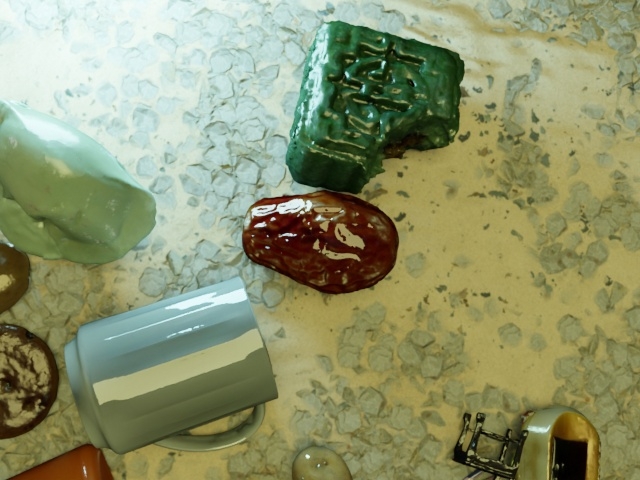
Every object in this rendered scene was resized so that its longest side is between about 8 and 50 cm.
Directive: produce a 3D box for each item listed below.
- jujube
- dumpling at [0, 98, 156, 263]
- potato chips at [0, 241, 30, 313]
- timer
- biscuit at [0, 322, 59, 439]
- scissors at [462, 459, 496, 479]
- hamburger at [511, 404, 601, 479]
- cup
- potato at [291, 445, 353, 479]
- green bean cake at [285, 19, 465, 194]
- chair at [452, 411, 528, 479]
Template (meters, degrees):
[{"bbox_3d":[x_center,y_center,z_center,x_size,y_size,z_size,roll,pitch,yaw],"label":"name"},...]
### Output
[{"bbox_3d":[0.000,0.000,1.576,0.290,0.197,0.197,9,84,8],"label":"jujube"},{"bbox_3d":[-0.462,-0.107,1.527,0.320,0.270,0.211,41,52,22],"label":"dumpling"},{"bbox_3d":[-0.642,0.072,1.555,0.201,0.049,0.150,-1,80,-1],"label":"potato chips"},{"bbox_3d":[-0.481,0.525,1.509,0.257,0.161,0.250,-23,73,-8],"label":"timer"},{"bbox_3d":[-0.587,0.260,1.550,0.212,0.036,0.212,0,86,-7],"label":"biscuit"},{"bbox_3d":[0.303,0.474,1.655,0.113,0.012,0.039,-28,89,-9],"label":"scissors"},{"bbox_3d":[0.456,0.425,1.634,0.173,0.116,0.210,6,80,-15],"label":"hamburger"},{"bbox_3d":[-0.254,0.257,1.514,0.326,0.237,0.323,-19,118,-9],"label":"cup"},{"bbox_3d":[0.002,0.456,1.574,0.112,0.112,0.147,-27,82,-9],"label":"potato"},{"bbox_3d":[0.107,-0.239,1.594,0.307,0.169,0.300,12,71,-6],"label":"green bean cake"},{"bbox_3d":[0.308,0.453,1.596,0.113,0.106,0.229,18,77,-1],"label":"chair"}]
